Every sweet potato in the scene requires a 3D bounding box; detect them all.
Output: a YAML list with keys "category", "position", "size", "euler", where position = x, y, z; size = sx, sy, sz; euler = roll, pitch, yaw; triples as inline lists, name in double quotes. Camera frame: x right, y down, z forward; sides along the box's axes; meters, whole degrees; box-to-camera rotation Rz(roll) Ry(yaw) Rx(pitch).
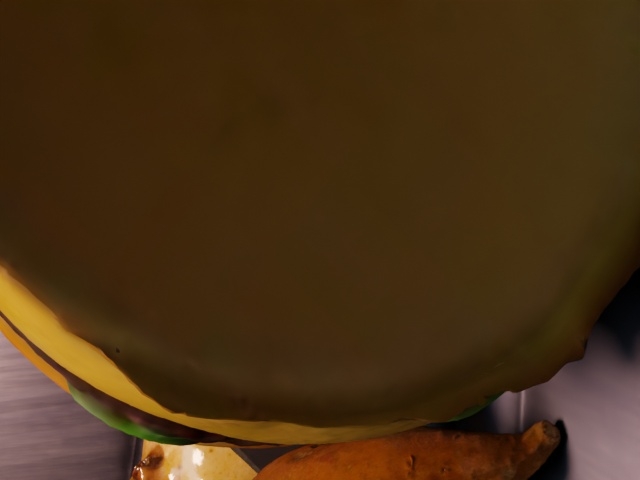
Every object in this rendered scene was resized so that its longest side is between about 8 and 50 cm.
- category: "sweet potato"
  position: [0.003, 0.199, 0.696]
  size: [0.112, 0.359, 0.112]
  euler: [49, -157, -29]

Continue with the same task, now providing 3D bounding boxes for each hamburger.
- category: "hamburger"
  position: [-0.038, -0.079, 0.553]
  size: [0.277, 0.396, 0.395]
  euler: [140, 123, -72]

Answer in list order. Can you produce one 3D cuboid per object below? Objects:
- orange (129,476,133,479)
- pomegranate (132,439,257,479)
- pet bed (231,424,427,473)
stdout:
- category: "orange"
  position: [-0.120, 0.365, 1.230]
  size: [0.274, 0.274, 0.274]
  euler: [174, 90, -75]
- category: "pomegranate"
  position: [-0.067, 0.234, 1.012]
  size: [0.264, 0.264, 0.264]
  euler: [174, 90, -75]
- category: "pet bed"
  position: [-0.012, 0.080, 0.797]
  size: [0.183, 0.211, 0.159]
  euler: [-23, 28, 42]
